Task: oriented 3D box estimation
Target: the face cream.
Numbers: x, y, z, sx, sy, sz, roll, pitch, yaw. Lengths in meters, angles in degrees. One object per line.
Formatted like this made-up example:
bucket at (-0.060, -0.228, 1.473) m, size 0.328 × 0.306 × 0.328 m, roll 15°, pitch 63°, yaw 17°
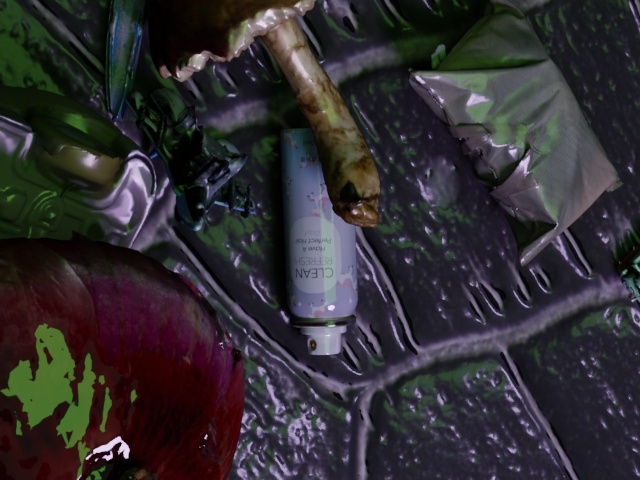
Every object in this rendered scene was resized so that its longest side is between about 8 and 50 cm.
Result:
face cream at (0.000, 0.000, 1.530) m, size 0.075 × 0.075 × 0.229 m, roll -5°, pitch 94°, yaw -25°

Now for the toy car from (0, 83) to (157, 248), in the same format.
toy car at (-0.346, -0.046, 1.312) m, size 0.336 × 0.226 × 0.242 m, roll 21°, pitch 100°, yaw -40°

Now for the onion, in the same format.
onion at (-0.211, 0.171, 1.182) m, size 0.347 × 0.285 × 0.347 m, roll -14°, pitch 124°, yaw -22°

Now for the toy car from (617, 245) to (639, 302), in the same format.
toy car at (0.397, 0.069, 1.733) m, size 0.073 × 0.054 × 0.143 m, roll -44°, pitch 113°, yaw -16°

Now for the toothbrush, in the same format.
toothbrush at (-0.170, -0.320, 1.460) m, size 0.035 × 0.042 × 0.413 m, roll 8°, pitch 89°, yaw 11°

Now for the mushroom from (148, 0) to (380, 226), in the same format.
mushroom at (-0.057, -0.179, 1.439) m, size 0.208 × 0.233 × 0.301 m, roll -4°, pitch 121°, yaw 0°

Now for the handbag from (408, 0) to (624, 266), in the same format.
handbag at (0.205, -0.114, 1.601) m, size 0.182 × 0.117 × 0.270 m, roll -46°, pitch 110°, yaw -31°

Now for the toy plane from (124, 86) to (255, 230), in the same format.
toy plane at (-0.113, -0.065, 1.394) m, size 0.078 × 0.246 × 0.169 m, roll -46°, pitch 110°, yaw 5°
